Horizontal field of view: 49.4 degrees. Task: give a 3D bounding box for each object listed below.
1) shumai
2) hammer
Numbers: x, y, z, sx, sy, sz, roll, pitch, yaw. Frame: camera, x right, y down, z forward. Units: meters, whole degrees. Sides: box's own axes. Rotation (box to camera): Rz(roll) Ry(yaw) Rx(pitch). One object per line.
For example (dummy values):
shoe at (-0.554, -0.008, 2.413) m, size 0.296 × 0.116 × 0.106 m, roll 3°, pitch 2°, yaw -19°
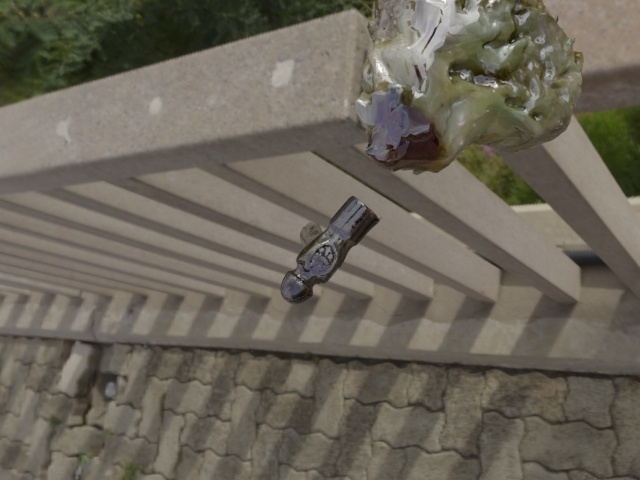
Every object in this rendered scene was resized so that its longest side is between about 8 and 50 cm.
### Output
shumai at (0.186, -0.229, 0.942) m, size 0.346 × 0.283 × 0.217 m, roll 48°, pitch 133°, yaw -6°
hammer at (0.000, 0.000, 0.435) m, size 0.021 × 0.178 × 0.065 m, roll 41°, pitch 92°, yaw -5°
